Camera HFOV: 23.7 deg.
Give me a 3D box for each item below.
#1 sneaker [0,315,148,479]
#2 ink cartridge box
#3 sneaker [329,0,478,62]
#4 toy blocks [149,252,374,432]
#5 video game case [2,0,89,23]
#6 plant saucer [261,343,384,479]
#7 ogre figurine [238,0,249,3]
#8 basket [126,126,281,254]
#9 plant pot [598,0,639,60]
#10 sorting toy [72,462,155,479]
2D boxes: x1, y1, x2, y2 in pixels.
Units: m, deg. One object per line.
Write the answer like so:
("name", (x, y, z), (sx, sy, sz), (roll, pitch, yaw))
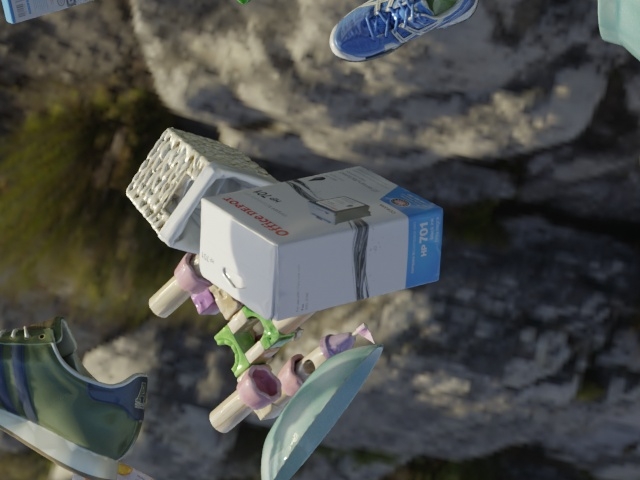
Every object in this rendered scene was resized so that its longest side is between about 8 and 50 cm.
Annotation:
("sneaker", (-0.203, 0.087, 1.046), (0.192, 0.086, 0.064), (27, 178, 12))
("ink cartridge box", (0.000, 0.000, 1.445), (0.191, 0.082, 0.140), (-12, -154, -33))
("sneaker", (0.108, -0.301, 2.006), (0.211, 0.080, 0.081), (-25, 174, -2))
("toy blocks", (-0.056, 0.114, 2.451), (0.260, 0.288, 0.309), (-43, 157, 30))
("video game case", (-0.214, -0.271, 1.346), (0.166, 0.119, 0.015), (-23, -154, -30))
("plant saucer", (-0.008, 0.171, 1.523), (0.037, 0.195, 0.195), (37, 163, 10))
("ogre figurine", (-0.046, -0.334, 1.567), (0.097, 0.197, 0.118), (14, -174, -32))
("basket", (-0.134, -0.054, 1.809), (0.103, 0.113, 0.167), (42, -166, 31))
("plant pot", (0.420, -0.301, 1.703), (0.196, 0.293, 0.293), (7, 159, 19))
("sorting toy", (-0.171, 0.227, 1.265), (0.045, 0.075, 0.083), (0, 154, 41))
